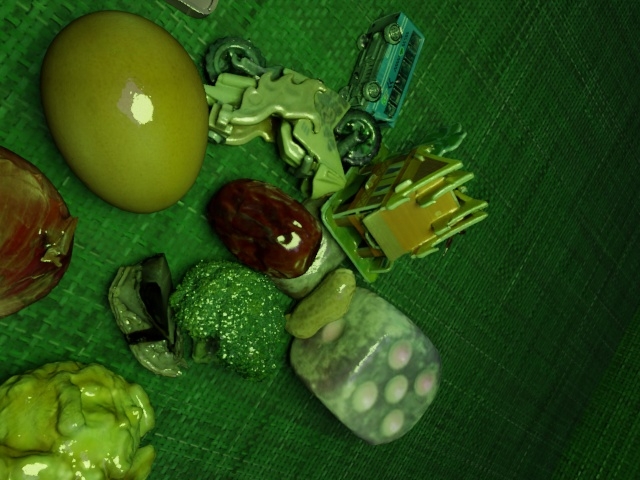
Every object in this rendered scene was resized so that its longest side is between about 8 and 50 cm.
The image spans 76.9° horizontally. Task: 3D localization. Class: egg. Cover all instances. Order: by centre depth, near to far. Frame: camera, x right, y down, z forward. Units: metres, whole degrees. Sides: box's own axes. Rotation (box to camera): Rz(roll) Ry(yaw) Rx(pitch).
[{"bbox_3d":[-0.316,-0.204,0.680,0.249,0.250,0.323,-11,115,-26],"label":"egg"}]

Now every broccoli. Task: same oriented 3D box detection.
[{"bbox_3d":[-0.191,0.166,0.851,0.269,0.262,0.242,14,133,-34],"label":"broccoli"}]

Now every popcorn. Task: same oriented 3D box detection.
[{"bbox_3d":[-0.452,0.349,0.703,0.274,0.279,0.336,-22,118,21],"label":"popcorn"}]

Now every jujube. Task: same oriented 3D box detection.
[{"bbox_3d":[-0.114,-0.031,0.839,0.243,0.183,0.184,25,87,10],"label":"jujube"}]

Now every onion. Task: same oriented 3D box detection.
[{"bbox_3d":[-0.525,-0.006,0.560,0.353,0.353,0.354,-6,103,-27],"label":"onion"}]

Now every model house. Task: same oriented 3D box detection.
[{"bbox_3d":[0.235,-0.105,0.917,0.243,0.312,0.358,55,50,-27],"label":"model house"}]

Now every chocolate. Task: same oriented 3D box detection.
[{"bbox_3d":[0.000,0.000,0.981,0.303,0.100,0.185,-49,115,-14],"label":"chocolate"}]

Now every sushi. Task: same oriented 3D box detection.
[{"bbox_3d":[-0.350,0.174,0.828,0.109,0.134,0.273,-6,124,-6],"label":"sushi"}]

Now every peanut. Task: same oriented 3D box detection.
[{"bbox_3d":[0.002,0.151,0.934,0.214,0.100,0.099,-38,117,10],"label":"peanut"}]

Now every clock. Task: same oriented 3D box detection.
[{"bbox_3d":[-0.264,-0.502,0.760,0.152,0.050,0.110,22,90,-30],"label":"clock"}]

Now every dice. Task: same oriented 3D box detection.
[{"bbox_3d":[0.106,0.297,0.992,0.270,0.270,0.271,-46,117,-11],"label":"dice"}]

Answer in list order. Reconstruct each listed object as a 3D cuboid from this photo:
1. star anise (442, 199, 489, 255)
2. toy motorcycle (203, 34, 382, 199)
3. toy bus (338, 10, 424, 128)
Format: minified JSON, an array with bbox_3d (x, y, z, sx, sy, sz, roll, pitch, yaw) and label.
[{"bbox_3d":[0.394,-0.048,1.162,0.158,0.144,0.141,11,130,-1],"label":"star anise"},{"bbox_3d":[-0.068,-0.240,0.845,0.409,0.168,0.237,27,77,-15],"label":"toy motorcycle"},{"bbox_3d":[0.148,-0.397,0.965,0.134,0.113,0.247,19,89,-35],"label":"toy bus"}]
